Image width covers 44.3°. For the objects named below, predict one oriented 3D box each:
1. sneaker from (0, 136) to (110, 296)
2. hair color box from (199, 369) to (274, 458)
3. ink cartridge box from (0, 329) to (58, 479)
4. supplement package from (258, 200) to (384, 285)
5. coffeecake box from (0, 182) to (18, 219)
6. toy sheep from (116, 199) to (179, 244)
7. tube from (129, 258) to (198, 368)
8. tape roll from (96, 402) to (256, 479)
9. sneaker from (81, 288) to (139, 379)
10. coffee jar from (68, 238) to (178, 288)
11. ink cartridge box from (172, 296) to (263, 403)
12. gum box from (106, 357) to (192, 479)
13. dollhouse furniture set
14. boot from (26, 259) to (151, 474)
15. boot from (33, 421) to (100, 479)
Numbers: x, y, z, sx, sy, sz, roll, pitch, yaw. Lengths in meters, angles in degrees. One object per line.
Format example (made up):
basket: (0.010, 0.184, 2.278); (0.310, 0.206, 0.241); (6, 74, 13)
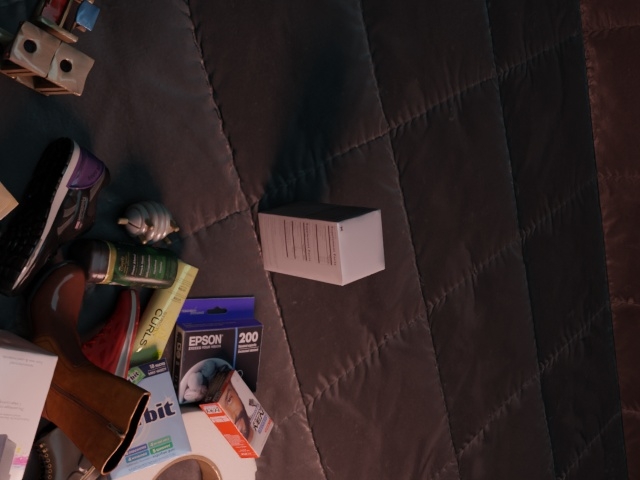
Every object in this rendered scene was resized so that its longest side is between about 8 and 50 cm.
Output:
sneaker: (-0.443, -0.023, 1.337); (0.124, 0.107, 0.283); (37, 70, -48)
hair color box: (-0.168, 0.356, 1.607); (0.167, 0.053, 0.093); (58, 36, -27)
ink cartridge box: (-0.547, 0.319, 1.210); (0.119, 0.207, 0.354); (20, 83, -43)
supplement package: (0.000, 0.000, 1.673); (0.139, 0.244, 0.134); (-18, 109, -41)
coffeecake box: (-0.557, -0.040, 1.159); (0.142, 0.185, 0.068); (-49, 127, -28)
toy sheep: (-0.321, -0.033, 1.461); (0.132, 0.091, 0.091); (10, 89, -55)
tube: (-0.311, 0.151, 1.525); (0.070, 0.062, 0.240); (25, 84, -3)
tape roll: (-0.298, 0.524, 1.586); (0.392, 0.072, 0.392); (-8, 102, -43)
sneaker: (-0.403, 0.181, 1.418); (0.128, 0.087, 0.221); (11, 58, -16)
coffee jar: (-0.359, 0.043, 1.430); (0.184, 0.096, 0.079); (9, 87, -46)
ink cartridge box: (-0.213, 0.225, 1.641); (0.206, 0.045, 0.208); (1, 95, -44)
gum box: (-0.340, 0.329, 1.461); (0.156, 0.041, 0.185); (-13, 80, -29)
dollhouse furniture set: (-0.438, -0.345, 1.267); (0.129, 0.129, 0.184); (27, 78, -43)
boot: (-0.382, 0.194, 1.271); (0.096, 0.280, 0.264); (29, 86, -55)
boot: (-0.489, 0.414, 1.387); (0.198, 0.076, 0.137); (-52, 125, -42)
